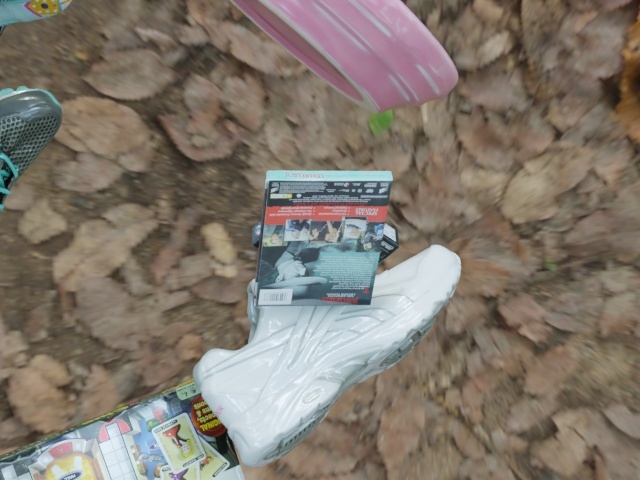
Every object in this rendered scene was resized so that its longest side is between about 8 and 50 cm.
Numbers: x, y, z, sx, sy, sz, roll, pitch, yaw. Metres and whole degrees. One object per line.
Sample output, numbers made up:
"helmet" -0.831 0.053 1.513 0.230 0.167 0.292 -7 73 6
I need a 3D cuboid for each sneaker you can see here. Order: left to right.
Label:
"sneaker" -0.212 -0.021 0.971 0.166 0.065 0.076 -43 58 -8
"sneaker" 0.004 0.058 1.204 0.232 0.090 0.115 -36 77 -25

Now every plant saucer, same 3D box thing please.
"plant saucer" -0.012 -0.237 1.629 0.332 0.332 0.084 40 88 3

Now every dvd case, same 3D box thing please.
"dvd case" 0.000 0.000 1.127 0.087 0.013 0.119 -1 131 -9

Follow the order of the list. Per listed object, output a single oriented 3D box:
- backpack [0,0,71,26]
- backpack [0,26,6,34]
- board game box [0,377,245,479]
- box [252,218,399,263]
"backpack" -0.215 -0.193 0.861 0.188 0.144 0.166 -3 72 22
"backpack" -0.331 -0.162 1.101 0.253 0.225 0.191 -30 91 -3
"board game box" -0.177 0.207 1.191 0.259 0.030 0.136 -21 98 -23
"box" 0.004 -0.002 1.152 0.083 0.018 0.067 31 124 -27
